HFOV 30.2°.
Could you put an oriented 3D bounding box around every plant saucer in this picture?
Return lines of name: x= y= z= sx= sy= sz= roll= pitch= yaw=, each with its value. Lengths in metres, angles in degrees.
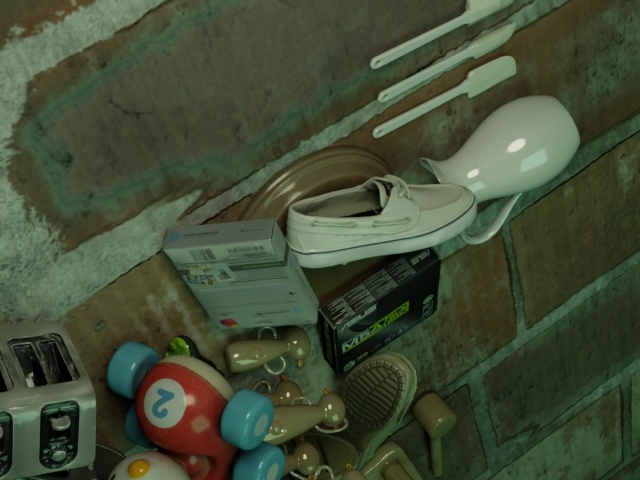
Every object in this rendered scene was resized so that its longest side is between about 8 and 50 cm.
plant saucer: x=0.000 y=0.000 z=1.616 sx=0.278 sy=0.041 sz=0.277 roll=-23 pitch=135 yaw=-25

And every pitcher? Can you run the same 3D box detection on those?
pitcher: x=0.264 y=-0.099 z=1.682 sx=0.207 sy=0.125 sz=0.177 roll=-31 pitch=131 yaw=-4

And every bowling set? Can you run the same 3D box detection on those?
bowling set: x=-0.058 y=0.268 z=1.723 sx=0.154 sy=0.287 sz=0.200 roll=-11 pitch=173 yaw=-23

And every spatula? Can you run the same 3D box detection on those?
spatula: x=0.164 y=-0.238 z=1.568 sx=0.242 sy=0.019 sz=0.168 roll=-27 pitch=143 yaw=-18

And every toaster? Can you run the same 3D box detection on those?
toaster: x=-0.360 y=0.184 z=1.380 sx=0.168 sy=0.185 sz=0.110 roll=-5 pitch=124 yaw=-27

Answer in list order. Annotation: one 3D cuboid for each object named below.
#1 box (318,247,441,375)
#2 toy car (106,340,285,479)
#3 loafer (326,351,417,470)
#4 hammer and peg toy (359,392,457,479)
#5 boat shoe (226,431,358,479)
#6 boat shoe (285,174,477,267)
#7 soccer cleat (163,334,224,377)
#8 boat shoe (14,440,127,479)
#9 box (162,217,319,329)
box: x=0.088 y=0.102 z=1.737 sx=0.191 sy=0.045 sz=0.184 roll=-32 pitch=157 yaw=-14
toy car: x=-0.202 y=0.285 z=1.489 sx=0.238 sy=0.219 sz=0.210 roll=-52 pitch=149 yaw=-36
loafer: x=0.082 y=0.256 z=1.857 sx=0.092 sy=0.102 sz=0.268 roll=-37 pitch=161 yaw=-44
hammer and peg toy: x=0.114 y=0.445 z=2.018 sx=0.361 sy=0.127 sz=0.266 roll=-38 pitch=140 yaw=-7
boat shoe: x=-0.087 y=0.383 z=1.822 sx=0.302 sy=0.113 sz=0.103 roll=-13 pitch=133 yaw=-18
boat shoe: x=0.081 y=-0.041 z=1.539 sx=0.268 sy=0.096 sz=0.088 roll=-11 pitch=127 yaw=-12
soccer cleat: x=-0.169 y=0.180 z=1.620 sx=0.072 sy=0.060 sz=0.179 roll=-34 pitch=146 yaw=-26
boat shoe: x=-0.368 y=0.279 z=1.492 sx=0.335 sy=0.112 sz=0.095 roll=9 pitch=122 yaw=-40
box: x=-0.097 y=0.047 z=1.510 sx=0.145 sy=0.038 sz=0.186 roll=-5 pitch=141 yaw=19
